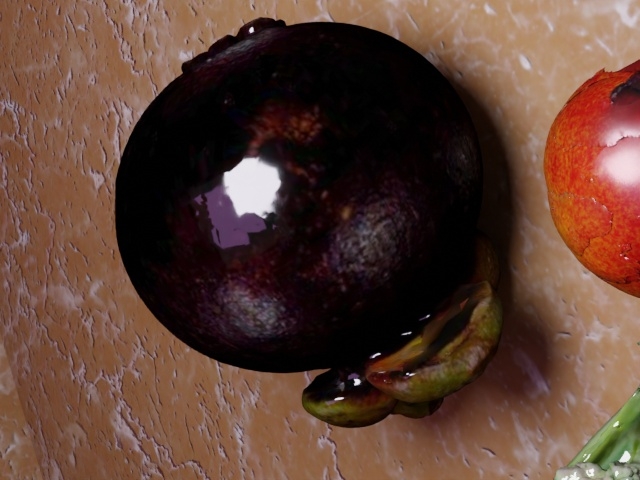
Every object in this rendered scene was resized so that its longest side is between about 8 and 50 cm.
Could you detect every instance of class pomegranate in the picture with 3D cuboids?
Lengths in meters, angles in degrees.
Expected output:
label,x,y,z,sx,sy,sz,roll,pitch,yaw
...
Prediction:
label,x,y,z,sx,sy,sz,roll,pitch,yaw
pomegranate,0.281,-0.054,1.018,0.235,0.210,0.210,-168,67,-78

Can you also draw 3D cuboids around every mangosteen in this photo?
label,x,y,z,sx,sy,sz,roll,pitch,yaw
mangosteen,0.000,0.000,1.238,0.382,0.382,0.435,-24,92,50

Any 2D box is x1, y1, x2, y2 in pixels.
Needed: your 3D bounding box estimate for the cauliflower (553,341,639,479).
label,x,y,z,sx,sy,sz,roll,pitch,yaw
cauliflower,0.288,0.222,1.103,0.239,0.256,0.315,4,74,53
